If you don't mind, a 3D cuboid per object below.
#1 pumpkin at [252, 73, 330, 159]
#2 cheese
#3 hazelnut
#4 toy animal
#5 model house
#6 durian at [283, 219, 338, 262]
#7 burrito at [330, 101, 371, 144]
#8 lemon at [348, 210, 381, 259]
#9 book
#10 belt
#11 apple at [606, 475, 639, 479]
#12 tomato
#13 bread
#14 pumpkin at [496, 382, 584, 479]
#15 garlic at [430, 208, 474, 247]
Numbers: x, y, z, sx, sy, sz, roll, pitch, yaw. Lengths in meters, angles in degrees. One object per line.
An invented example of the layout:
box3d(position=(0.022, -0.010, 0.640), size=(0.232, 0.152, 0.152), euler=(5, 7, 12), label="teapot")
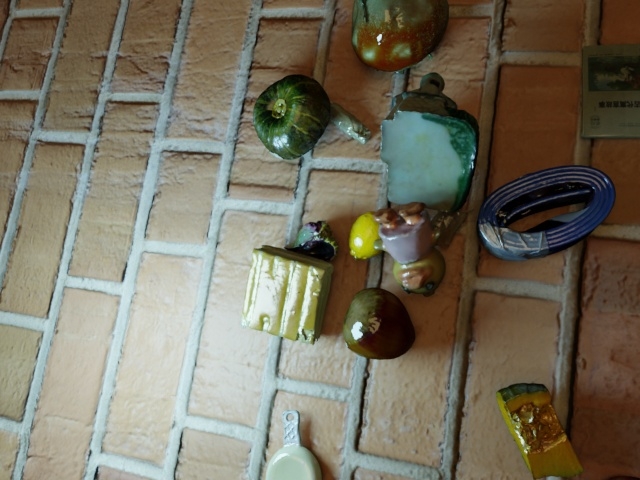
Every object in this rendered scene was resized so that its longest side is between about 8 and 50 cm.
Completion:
box3d(position=(-0.078, -0.375, 1.596), size=(0.260, 0.189, 0.260), euler=(-10, 74, 36), label="pumpkin")
box3d(position=(-0.059, 0.611, 1.447), size=(0.164, 0.071, 0.248), euler=(14, 82, 16), label="cheese")
box3d(position=(0.166, 0.235, 1.416), size=(0.208, 0.208, 0.208), euler=(-3, 79, 14), label="hazelnut")
box3d(position=(0.250, 0.032, 1.409), size=(0.196, 0.169, 0.281), euler=(-12, 103, 30), label="toy animal")
box3d(position=(0.306, -0.282, 1.420), size=(0.244, 0.298, 0.284), euler=(8, 45, 14), label="model house")
box3d(position=(0.000, -0.003, 1.536), size=(0.187, 0.119, 0.108), euler=(-22, 38, 50), label="durian")
box3d(position=(0.082, -0.369, 1.618), size=(0.188, 0.045, 0.058), euler=(42, 84, 20), label="burrito")
box3d(position=(0.140, -0.013, 1.499), size=(0.114, 0.114, 0.155), euler=(36, 92, 18), label="lemon")
box3d(position=(0.839, -0.417, 1.449), size=(0.215, 0.025, 0.282), euler=(1, 78, 13), label="book")
box3d(position=(0.595, -0.070, 1.395), size=(0.347, 0.117, 0.212), euler=(-19, 74, 8), label="belt")
box3d(position=(0.739, 0.759, 1.194), size=(0.365, 0.295, 0.328), euler=(-38, 35, 3), label="apple")
box3d(position=(0.220, -0.659, 1.539), size=(0.304, 0.239, 0.303), euler=(-2, 77, 10), label="tomato")
box3d(position=(-0.096, 0.160, 1.505), size=(0.239, 0.111, 0.245), euler=(15, 98, 19), label="bread")
box3d(position=(0.540, 0.463, 1.308), size=(0.131, 0.126, 0.247), euler=(-20, 94, 2), label="pumpkin")
box3d(position=(0.355, -0.047, 1.482), size=(0.084, 0.066, 0.152), euler=(31, 91, -10), label="garlic")
